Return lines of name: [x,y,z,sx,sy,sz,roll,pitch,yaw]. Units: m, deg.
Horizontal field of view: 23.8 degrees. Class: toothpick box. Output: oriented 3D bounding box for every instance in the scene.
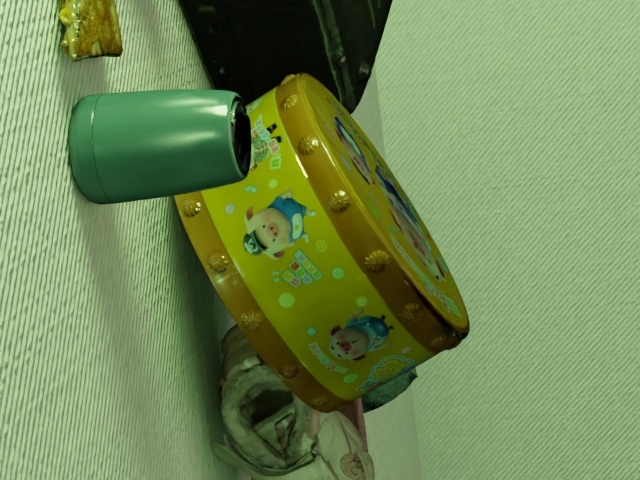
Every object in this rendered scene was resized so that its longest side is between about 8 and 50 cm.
toothpick box: [-0.168,-0.104,1.633,0.120,0.184,0.120,-4,90,-78]

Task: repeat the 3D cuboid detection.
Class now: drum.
drum: [0.000,0.000,2.000,0.431,0.214,0.431,54,12,-18]

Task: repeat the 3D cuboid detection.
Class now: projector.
projector: [-0.036,-0.436,2.205,0.395,0.242,0.405,74,26,-52]

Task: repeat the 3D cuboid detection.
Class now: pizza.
pizza: [-0.254,-0.238,1.640,0.185,0.036,0.176,75,17,-51]

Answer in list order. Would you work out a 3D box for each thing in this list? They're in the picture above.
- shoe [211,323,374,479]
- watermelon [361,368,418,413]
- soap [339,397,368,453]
shoe: [-0.047,0.286,2.080,0.198,0.171,0.351,-72,137,-77]
watermelon: [-0.004,0.158,2.424,0.188,0.322,0.175,41,76,-29]
soap: [-0.011,0.265,2.292,0.099,0.162,0.250,-14,99,-41]
